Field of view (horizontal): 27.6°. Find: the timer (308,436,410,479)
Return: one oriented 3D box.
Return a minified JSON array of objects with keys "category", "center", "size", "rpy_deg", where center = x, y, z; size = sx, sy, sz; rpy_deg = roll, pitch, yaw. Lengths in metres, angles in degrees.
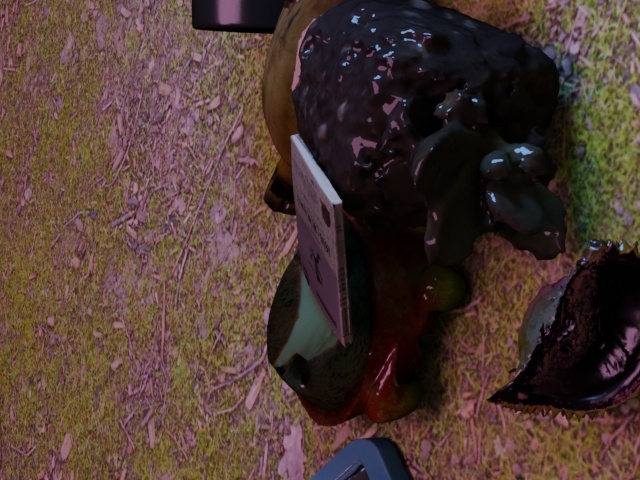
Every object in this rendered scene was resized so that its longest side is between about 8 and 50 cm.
[{"category":"timer","center":[0.028,0.367,1.437],"size":[0.250,0.091,0.231],"rpy_deg":[-56,42,32]}]

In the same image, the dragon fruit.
[{"category":"dragon fruit","center":[0.033,0.081,1.437],"size":[0.295,0.130,0.268],"rpy_deg":[-37,50,50]}]

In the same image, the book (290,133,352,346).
[{"category":"book","center":[0.000,0.000,1.286],"size":[0.127,0.014,0.181],"rpy_deg":[-121,20,-47]}]

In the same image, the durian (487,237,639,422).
[{"category":"durian","center":[0.243,0.079,1.153],"size":[0.186,0.119,0.108],"rpy_deg":[-62,0,14]}]

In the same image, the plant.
[{"category":"plant","center":[0.117,-0.102,1.235],"size":[0.312,0.215,0.213],"rpy_deg":[46,128,56]}]

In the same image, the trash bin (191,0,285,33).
[{"category":"trash bin","center":[-0.062,-0.419,1.577],"size":[0.214,0.214,0.333],"rpy_deg":[13,105,57]}]

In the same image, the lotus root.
[{"category":"lotus root","center":[0.010,-0.160,1.457],"size":[0.183,0.183,0.309],"rpy_deg":[46,123,50]}]
